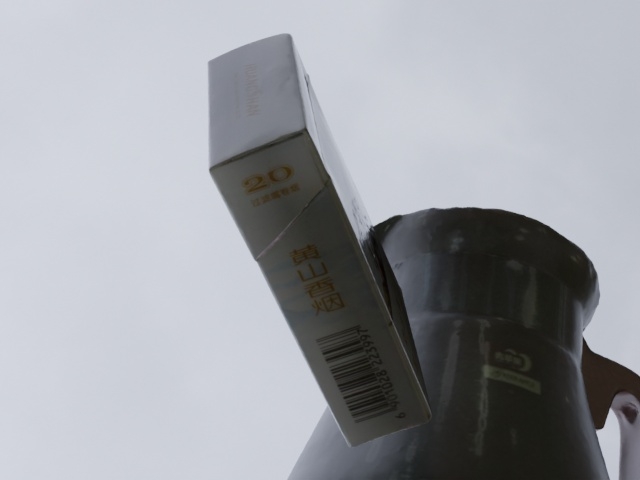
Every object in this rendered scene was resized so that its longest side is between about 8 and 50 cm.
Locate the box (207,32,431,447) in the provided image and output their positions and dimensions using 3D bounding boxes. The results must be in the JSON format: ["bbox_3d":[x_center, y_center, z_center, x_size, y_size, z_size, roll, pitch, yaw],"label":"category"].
[{"bbox_3d":[0.000,-0.001,0.687,0.149,0.067,0.233,-103,-10,-58],"label":"box"}]

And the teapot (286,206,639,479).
[{"bbox_3d":[0.158,0.182,0.961,0.376,0.305,0.362,24,-123,-19],"label":"teapot"}]
